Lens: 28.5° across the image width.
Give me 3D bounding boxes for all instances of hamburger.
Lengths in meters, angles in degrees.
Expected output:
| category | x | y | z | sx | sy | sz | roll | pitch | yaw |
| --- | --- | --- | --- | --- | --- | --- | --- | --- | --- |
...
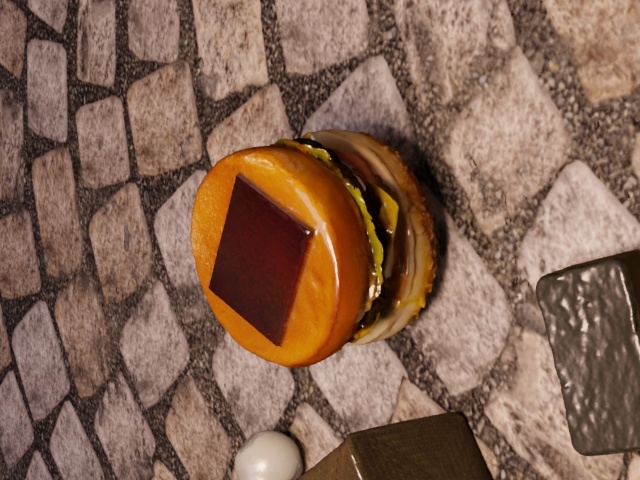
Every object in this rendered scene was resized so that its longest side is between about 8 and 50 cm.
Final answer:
| category | x | y | z | sx | sy | sz | roll | pitch | yaw |
| --- | --- | --- | --- | --- | --- | --- | --- | --- | --- |
| hamburger | 0.000 | 0.000 | 1.487 | 0.291 | 0.225 | 0.291 | 17 | 114 | 45 |

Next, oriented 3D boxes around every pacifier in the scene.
| category | x | y | z | sx | sy | sz | roll | pitch | yaw |
| --- | --- | --- | --- | --- | --- | --- | --- | --- | --- |
| pacifier | -0.089 | 0.408 | 1.696 | 0.220 | 0.273 | 0.332 | 54 | 141 | -7 |

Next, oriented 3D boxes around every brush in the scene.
| category | x | y | z | sx | sy | sz | roll | pitch | yaw |
| --- | --- | --- | --- | --- | --- | --- | --- | --- | --- |
| brush | 0.289 | 0.114 | 1.253 | 0.123 | 0.059 | 0.197 | -21 | 79 | 51 |

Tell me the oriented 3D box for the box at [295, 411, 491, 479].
| category | x | y | z | sx | sy | sz | roll | pitch | yaw |
| --- | --- | --- | --- | --- | --- | --- | --- | --- | --- |
| box | 0.111 | 0.354 | 1.429 | 0.143 | 0.184 | 0.273 | -48 | 58 | 47 |
